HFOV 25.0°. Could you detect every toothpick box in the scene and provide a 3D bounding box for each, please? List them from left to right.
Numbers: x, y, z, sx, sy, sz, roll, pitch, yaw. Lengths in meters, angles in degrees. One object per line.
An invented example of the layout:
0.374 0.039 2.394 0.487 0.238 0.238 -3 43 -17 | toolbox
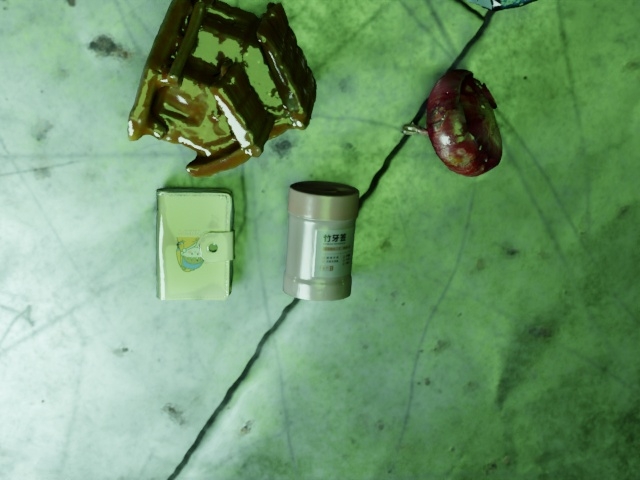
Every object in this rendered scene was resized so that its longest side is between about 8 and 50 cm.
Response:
0.000 0.000 1.995 0.098 0.098 0.148 3 104 -8 | toothpick box

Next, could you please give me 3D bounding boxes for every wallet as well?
-0.173 0.004 2.004 0.110 0.039 0.155 1 103 -5 | wallet

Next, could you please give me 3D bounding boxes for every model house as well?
-0.115 -0.203 1.888 0.229 0.199 0.219 17 113 -7 | model house

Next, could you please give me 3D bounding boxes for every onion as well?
0.174 -0.153 1.983 0.140 0.150 0.150 -14 108 28 | onion

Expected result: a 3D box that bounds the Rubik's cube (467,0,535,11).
0.271 -0.408 1.892 0.183 0.180 0.167 -15 106 -2 | Rubik's cube
